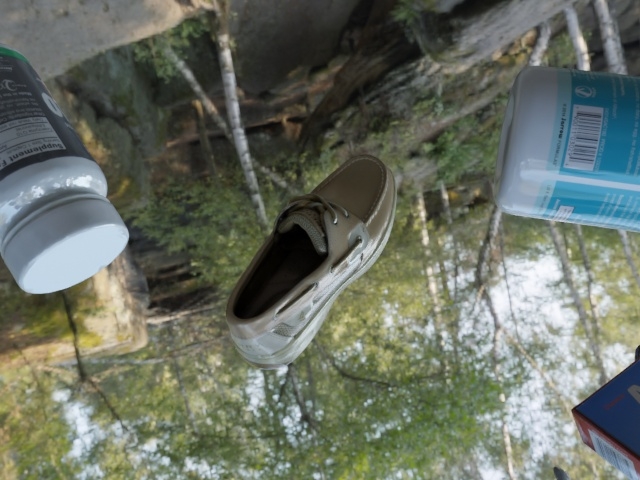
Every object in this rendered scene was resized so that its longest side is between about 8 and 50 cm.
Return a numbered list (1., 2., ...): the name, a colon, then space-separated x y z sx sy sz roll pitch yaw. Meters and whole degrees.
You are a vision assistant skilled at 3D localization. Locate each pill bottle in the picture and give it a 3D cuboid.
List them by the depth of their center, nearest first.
1. pill bottle: 0.309 -0.079 0.605 0.264 0.146 0.146 10 -172 9
2. pill bottle: -0.461 -0.110 0.978 0.204 0.361 0.204 -34 167 -9

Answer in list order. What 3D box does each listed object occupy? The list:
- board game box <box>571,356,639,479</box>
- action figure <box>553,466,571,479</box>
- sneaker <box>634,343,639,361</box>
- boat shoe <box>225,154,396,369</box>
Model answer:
1. board game box: 0.258 0.031 0.251 0.281 0.027 0.145 -33 -151 -10
2. action figure: 0.143 0.424 0.724 0.330 0.178 0.341 -38 -174 25
3. sneaker: 0.398 0.140 0.693 0.083 0.087 0.221 -26 -178 9
4. boat shoe: 0.000 0.000 0.809 0.122 0.110 0.341 17 -122 24
